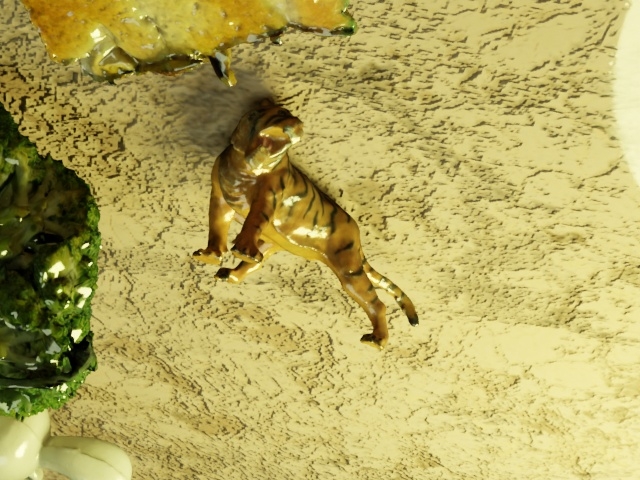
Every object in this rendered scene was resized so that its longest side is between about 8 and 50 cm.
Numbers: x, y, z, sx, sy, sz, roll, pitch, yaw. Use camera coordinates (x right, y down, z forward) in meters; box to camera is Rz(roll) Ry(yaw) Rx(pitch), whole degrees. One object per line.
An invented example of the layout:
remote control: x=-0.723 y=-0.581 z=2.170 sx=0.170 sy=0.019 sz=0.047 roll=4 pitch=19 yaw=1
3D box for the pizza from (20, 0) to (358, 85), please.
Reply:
pizza: x=-0.116 y=-0.182 z=0.998 sx=0.289 sy=0.081 sz=0.229 roll=18 pitch=141 yaw=-10

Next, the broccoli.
broccoli: x=-0.325 y=0.028 z=1.204 sx=0.304 sy=0.283 sz=0.321 roll=-36 pitch=96 yaw=33

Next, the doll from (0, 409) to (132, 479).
doll: x=-0.342 y=0.186 z=1.616 sx=0.252 sy=0.111 sz=0.237 roll=-16 pitch=124 yaw=37

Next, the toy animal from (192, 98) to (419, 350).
toy animal: x=-0.007 y=-0.002 z=1.255 sx=0.114 sy=0.116 sz=0.255 roll=13 pitch=162 yaw=44
